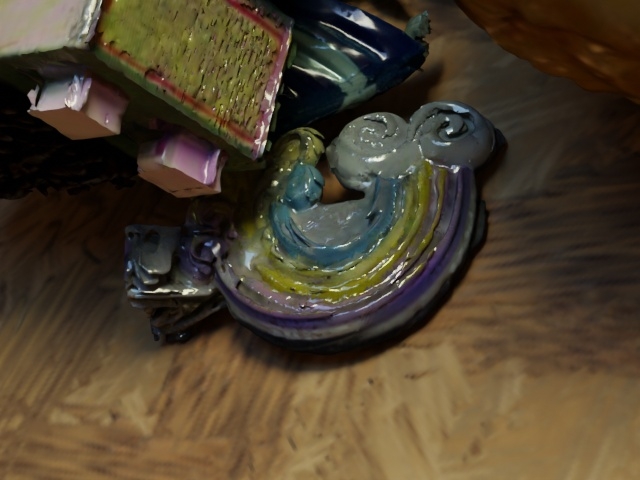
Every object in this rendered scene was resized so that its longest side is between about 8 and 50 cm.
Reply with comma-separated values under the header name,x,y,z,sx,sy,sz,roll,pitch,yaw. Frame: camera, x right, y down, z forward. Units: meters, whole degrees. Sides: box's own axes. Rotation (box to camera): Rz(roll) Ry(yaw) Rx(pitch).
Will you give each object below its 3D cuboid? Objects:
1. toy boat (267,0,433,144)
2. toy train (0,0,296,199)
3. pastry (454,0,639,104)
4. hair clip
name,x,y,z,sx,sy,sz,roll,pitch,yaw
toy boat,0.013,-0.169,0.968,0.220,0.067,0.291,20,62,40
toy train,-0.124,-0.117,0.858,0.261,0.134,0.177,-2,66,40
pastry,0.156,-0.218,0.695,0.313,0.388,0.388,-17,43,-10
hair clip,0.000,0.000,0.842,0.172,0.049,0.116,-13,60,9
